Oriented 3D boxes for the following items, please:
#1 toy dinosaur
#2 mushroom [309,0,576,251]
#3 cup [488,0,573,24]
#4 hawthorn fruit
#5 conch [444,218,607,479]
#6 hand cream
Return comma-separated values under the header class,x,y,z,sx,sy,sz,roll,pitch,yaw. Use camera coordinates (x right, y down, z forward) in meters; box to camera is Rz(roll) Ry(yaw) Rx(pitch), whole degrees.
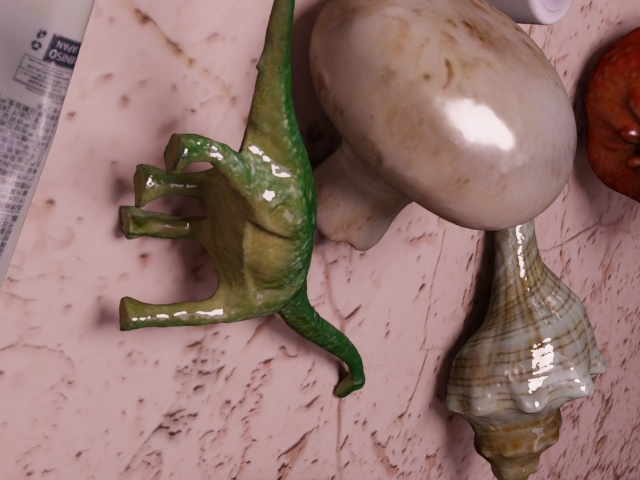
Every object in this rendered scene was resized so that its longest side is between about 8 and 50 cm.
class,x,y,z,sx,sy,sz,roll,pitch,yaw
toy dinosaur,0.000,0.000,0.623,0.301,0.087,0.447,6,132,-29
mushroom,0.079,-0.094,0.666,0.244,0.244,0.243,-18,117,-40
cup,0.155,-0.265,0.706,0.099,0.133,0.136,-22,120,-43
hawthorn fruit,0.502,-0.168,0.975,0.330,0.287,0.287,-31,125,-26
conch,0.255,0.121,0.934,0.203,0.170,0.386,-5,112,-71
hand cream,-0.220,-0.049,0.472,0.124,0.078,0.340,18,100,-48
